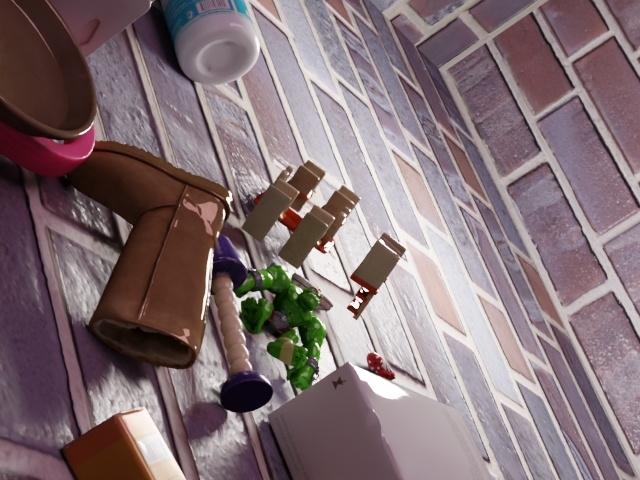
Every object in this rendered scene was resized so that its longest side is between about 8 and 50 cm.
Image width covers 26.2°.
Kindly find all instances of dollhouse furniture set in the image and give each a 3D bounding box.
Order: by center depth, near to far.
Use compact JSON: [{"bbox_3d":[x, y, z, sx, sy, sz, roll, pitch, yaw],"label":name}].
[{"bbox_3d":[0.000,0.000,2.302,0.259,0.135,0.262,36,17,3],"label":"dollhouse furniture set"}]

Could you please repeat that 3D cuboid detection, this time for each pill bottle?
[{"bbox_3d":[-0.206,-0.411,2.427,0.146,0.146,0.264,36,27,-48],"label":"pill bottle"}]

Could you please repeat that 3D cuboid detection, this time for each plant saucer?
[{"bbox_3d":[-0.367,-0.231,1.597,0.278,0.041,0.278,49,22,-27],"label":"plant saucer"}]

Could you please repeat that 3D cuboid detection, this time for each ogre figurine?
[{"bbox_3d":[-0.055,0.111,2.019,0.197,0.097,0.118,40,37,-2],"label":"ogre figurine"}]

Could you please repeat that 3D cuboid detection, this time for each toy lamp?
[{"bbox_3d":[-0.122,0.103,1.865,0.080,0.080,0.274,38,25,-45],"label":"toy lamp"}]

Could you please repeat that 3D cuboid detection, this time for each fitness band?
[{"bbox_3d":[-0.381,-0.191,1.634,0.291,0.054,0.209,36,27,-45],"label":"fitness band"}]

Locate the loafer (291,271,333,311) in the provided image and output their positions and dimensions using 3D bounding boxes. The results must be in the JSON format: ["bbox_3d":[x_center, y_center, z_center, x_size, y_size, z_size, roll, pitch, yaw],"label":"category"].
[{"bbox_3d":[-0.022,0.092,2.229,0.045,0.039,0.125,31,-8,35],"label":"loafer"}]

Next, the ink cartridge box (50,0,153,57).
[{"bbox_3d":[-0.356,-0.385,1.859,0.129,0.223,0.307,40,24,-40],"label":"ink cartridge box"}]

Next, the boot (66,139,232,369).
[{"bbox_3d":[-0.234,0.009,1.685,0.236,0.089,0.269,16,46,-3],"label":"boot"}]

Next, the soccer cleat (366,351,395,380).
[{"bbox_3d":[0.101,0.212,2.349,0.083,0.029,0.035,46,11,-39],"label":"soccer cleat"}]

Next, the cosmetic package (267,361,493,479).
[{"bbox_3d":[0.105,0.321,1.956,0.365,0.155,0.197,29,32,-54],"label":"cosmetic package"}]

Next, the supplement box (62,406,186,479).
[{"bbox_3d":[-0.169,0.292,1.415,0.233,0.078,0.080,60,15,10],"label":"supplement box"}]
